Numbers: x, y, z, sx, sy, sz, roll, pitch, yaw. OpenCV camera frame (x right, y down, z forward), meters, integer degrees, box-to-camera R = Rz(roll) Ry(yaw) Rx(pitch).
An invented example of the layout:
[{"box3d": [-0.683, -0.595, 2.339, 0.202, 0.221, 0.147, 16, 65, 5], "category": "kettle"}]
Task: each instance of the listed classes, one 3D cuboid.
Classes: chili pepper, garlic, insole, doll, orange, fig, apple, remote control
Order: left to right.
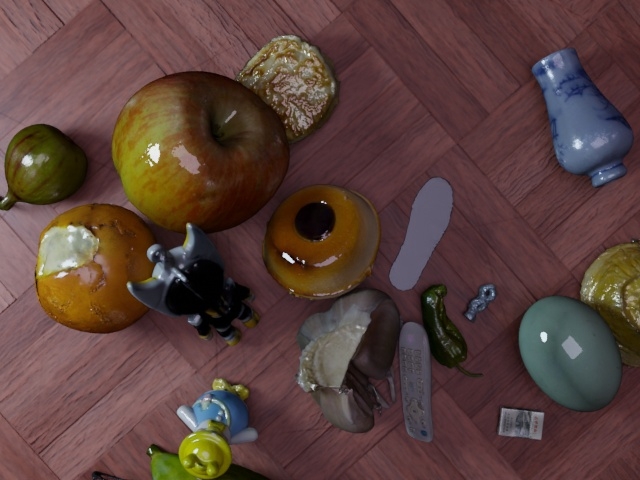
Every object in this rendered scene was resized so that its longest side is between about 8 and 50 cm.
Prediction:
[{"box3d": [-0.527, -0.126, 1.591, 0.148, 0.142, 0.186, 38, 76, 25], "category": "fig"}, {"box3d": [-0.397, 0.050, 1.548, 0.240, 0.240, 0.240, 0, 90, -1], "category": "orange"}, {"box3d": [-0.223, -0.146, 1.536, 0.301, 0.301, 0.301, 0, 90, -1], "category": "apple"}, {"box3d": [-0.209, 0.086, 1.535, 0.145, 0.316, 0.103, -27, 50, 11], "category": "doll"}, {"box3d": [-0.202, 0.516, 1.582, 0.314, 0.233, 0.233, 8, 90, 17], "category": "fig"}, {"box3d": [-0.190, 0.344, 1.563, 0.099, 0.241, 0.135, -37, 103, 18], "category": "doll"}, {"box3d": [0.065, 0.218, 1.570, 0.210, 0.292, 0.237, -26, 67, 11], "category": "garlic"}, {"box3d": [0.187, 0.265, 1.646, 0.044, 0.073, 0.229, -9, 96, -38], "category": "remote control"}, {"box3d": [0.196, -0.011, 1.674, 0.080, 0.003, 0.232, 22, 90, -1], "category": "insole"}, {"box3d": [0.237, 0.186, 1.643, 0.073, 0.072, 0.204, -20, 97, 15], "category": "chili pepper"}]

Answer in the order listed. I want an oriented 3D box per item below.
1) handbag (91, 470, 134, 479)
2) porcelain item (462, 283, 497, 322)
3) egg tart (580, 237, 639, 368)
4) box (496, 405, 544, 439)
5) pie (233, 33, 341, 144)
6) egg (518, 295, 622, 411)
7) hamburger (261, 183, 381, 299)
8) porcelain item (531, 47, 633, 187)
[{"box3d": [-0.375, 0.479, 1.626, 0.139, 0.115, 0.072, 34, 90, 16], "category": "handbag"}, {"box3d": [0.308, 0.118, 1.664, 0.036, 0.028, 0.083, 36, 89, 2], "category": "porcelain item"}, {"box3d": [0.612, 0.120, 1.641, 0.232, 0.098, 0.252, 1, 87, -5], "category": "egg tart"}, {"box3d": [0.384, 0.351, 1.669, 0.083, 0.024, 0.054, 6, 89, -1], "category": "box"}, {"box3d": [-0.063, -0.277, 1.627, 0.179, 0.084, 0.205, 43, 96, 2], "category": "pie"}, {"box3d": [0.460, 0.209, 1.597, 0.168, 0.168, 0.231, -30, 95, -1], "category": "egg"}, {"box3d": [0.002, 0.003, 1.582, 0.237, 0.147, 0.237, -7, 61, 12], "category": "hamburger"}, {"box3d": [0.486, -0.226, 1.617, 0.141, 0.141, 0.259, -24, 83, -1], "category": "porcelain item"}]
